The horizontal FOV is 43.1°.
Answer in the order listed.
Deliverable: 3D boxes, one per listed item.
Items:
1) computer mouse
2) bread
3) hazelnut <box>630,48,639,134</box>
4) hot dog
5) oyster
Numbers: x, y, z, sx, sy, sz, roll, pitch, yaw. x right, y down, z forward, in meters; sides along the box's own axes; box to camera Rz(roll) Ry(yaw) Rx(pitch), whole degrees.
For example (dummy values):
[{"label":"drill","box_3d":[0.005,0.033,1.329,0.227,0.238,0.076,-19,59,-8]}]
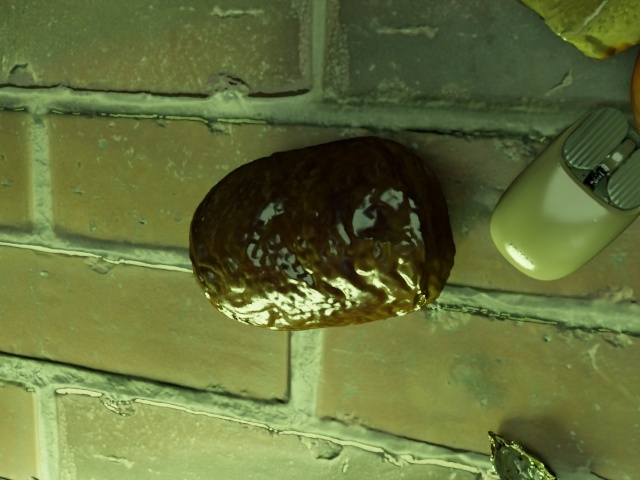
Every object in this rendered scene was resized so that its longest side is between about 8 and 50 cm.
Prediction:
[{"label":"computer mouse","box_3d":[0.322,-0.053,1.032,0.145,0.082,0.236,46,114,7]},{"label":"bread","box_3d":[0.347,-0.351,0.908,0.275,0.114,0.185,-52,42,23]},{"label":"hazelnut","box_3d":[0.438,-0.167,0.890,0.176,0.214,0.214,5,104,-4]},{"label":"hot dog","box_3d":[0.000,0.000,1.127,0.387,0.174,0.267,-9,95,27]},{"label":"oyster","box_3d":[0.293,0.327,1.155,0.086,0.029,0.132,-19,91,18]}]
